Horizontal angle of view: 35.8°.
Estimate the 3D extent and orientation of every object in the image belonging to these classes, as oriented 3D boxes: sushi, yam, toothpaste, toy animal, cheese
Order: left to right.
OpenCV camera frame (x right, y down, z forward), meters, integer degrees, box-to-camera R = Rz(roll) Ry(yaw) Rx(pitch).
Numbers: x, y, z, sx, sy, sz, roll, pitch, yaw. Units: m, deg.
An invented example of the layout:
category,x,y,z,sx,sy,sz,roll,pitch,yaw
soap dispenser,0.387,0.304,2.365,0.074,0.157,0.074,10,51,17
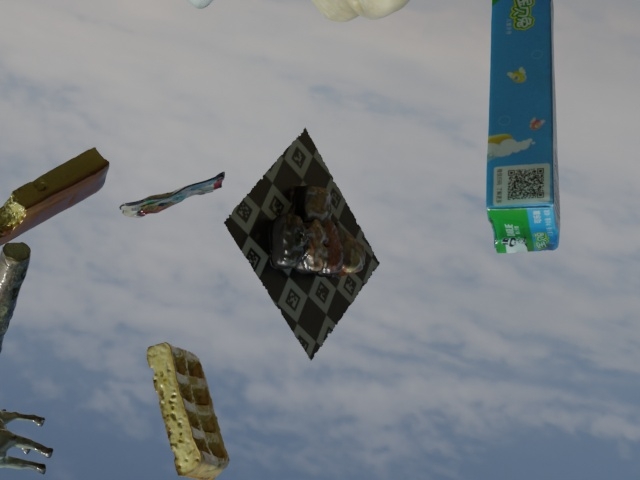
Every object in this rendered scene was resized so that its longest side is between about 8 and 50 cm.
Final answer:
category,x,y,z,sx,sy,sz,roll,pitch,yaw
yam,-0.534,0.112,1.643,0.061,0.274,0.061,20,-143,-15
toy animal,-0.563,0.367,1.768,0.170,0.089,0.255,25,-178,-12
sushi,0.000,0.000,1.881,0.069,0.339,0.320,-10,-151,40
cheese,0.145,-0.506,1.630,0.129,0.328,0.351,47,174,-16
toothpaste,0.161,-0.120,0.781,0.050,0.065,0.266,-3,-121,17

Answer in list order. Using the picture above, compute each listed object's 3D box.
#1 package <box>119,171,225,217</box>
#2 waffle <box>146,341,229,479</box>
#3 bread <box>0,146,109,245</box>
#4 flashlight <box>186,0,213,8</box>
category,x,y,z,sx,sy,sz,roll,pitch,yaw
package,-0.315,-0.090,2.108,0.232,0.040,0.166,-17,176,-14
waffle,-0.261,0.338,1.975,0.057,0.274,0.168,-23,158,10
bread,-0.423,-0.060,1.492,0.226,0.088,0.049,-36,-97,-35
flashlight,-0.085,-0.255,0.857,0.047,0.093,0.200,37,177,-10
